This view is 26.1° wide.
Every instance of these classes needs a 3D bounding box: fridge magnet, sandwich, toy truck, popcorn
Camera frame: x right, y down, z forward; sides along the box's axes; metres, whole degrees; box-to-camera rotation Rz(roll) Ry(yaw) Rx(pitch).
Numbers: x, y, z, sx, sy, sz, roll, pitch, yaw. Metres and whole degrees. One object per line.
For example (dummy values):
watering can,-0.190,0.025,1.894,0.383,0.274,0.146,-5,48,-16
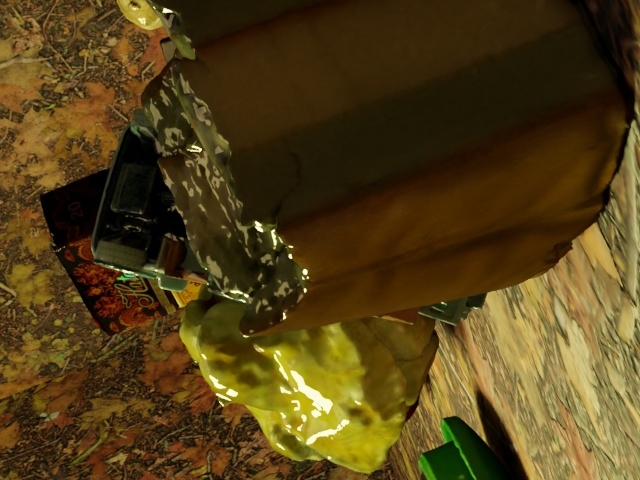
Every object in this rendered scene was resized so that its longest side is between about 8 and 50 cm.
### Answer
fridge magnet,0.161,0.277,1.394,0.208,0.088,0.208,159,90,-87
sandwich,0.022,-0.046,0.696,0.227,0.198,0.155,79,169,-69
toy truck,-0.037,-0.011,1.073,0.338,0.133,0.184,9,172,46
popcorn,-0.013,0.102,1.428,0.225,0.276,0.276,-70,-28,-43

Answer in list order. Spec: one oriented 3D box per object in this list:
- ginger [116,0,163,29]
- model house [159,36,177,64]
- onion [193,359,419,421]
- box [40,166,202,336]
ginger,-0.137,-0.387,1.675,0.348,0.122,0.363,30,-128,-66
model house,-0.066,-0.106,1.295,0.204,0.243,0.211,-125,15,-78
onion,-0.026,0.130,1.854,0.347,0.285,0.347,57,165,25
box,-0.179,-0.031,2.049,0.264,0.415,0.115,74,173,-57
